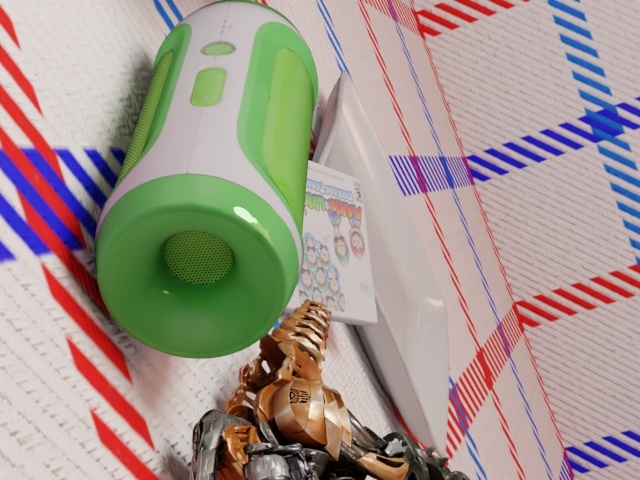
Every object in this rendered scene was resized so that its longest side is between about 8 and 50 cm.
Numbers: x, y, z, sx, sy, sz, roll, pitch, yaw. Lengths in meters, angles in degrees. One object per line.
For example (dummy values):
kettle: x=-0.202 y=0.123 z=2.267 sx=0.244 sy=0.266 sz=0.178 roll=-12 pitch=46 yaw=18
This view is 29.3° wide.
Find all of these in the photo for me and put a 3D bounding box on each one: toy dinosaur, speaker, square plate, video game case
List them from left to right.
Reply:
speaker: x=-0.067 y=-0.055 z=0.812 sx=0.296 sy=0.131 sz=0.131 roll=-86 pitch=153 yaw=-57
video game case: x=0.000 y=0.000 z=1.098 sx=0.157 sy=0.019 sz=0.143 roll=15 pitch=65 yaw=-57
toy dinosaur: x=0.002 y=0.155 z=0.785 sx=0.218 sy=0.164 sz=0.322 roll=44 pitch=48 yaw=-28
square plate: x=0.063 y=0.017 z=1.363 sx=0.347 sy=0.049 sz=0.344 roll=-77 pitch=146 yaw=-64
